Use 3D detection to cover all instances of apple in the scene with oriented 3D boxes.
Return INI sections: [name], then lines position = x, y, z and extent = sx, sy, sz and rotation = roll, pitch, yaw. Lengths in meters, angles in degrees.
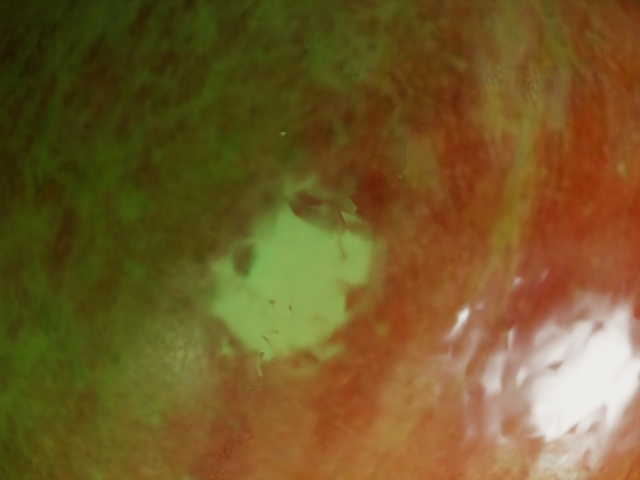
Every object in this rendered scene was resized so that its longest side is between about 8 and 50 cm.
[apple]
position = 0.000, 0.000, 0.458
extent = 0.209, 0.209, 0.164
rotation = 22, 96, -3
